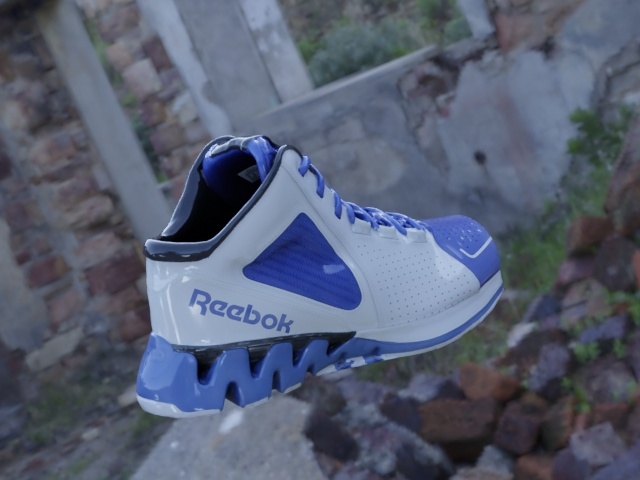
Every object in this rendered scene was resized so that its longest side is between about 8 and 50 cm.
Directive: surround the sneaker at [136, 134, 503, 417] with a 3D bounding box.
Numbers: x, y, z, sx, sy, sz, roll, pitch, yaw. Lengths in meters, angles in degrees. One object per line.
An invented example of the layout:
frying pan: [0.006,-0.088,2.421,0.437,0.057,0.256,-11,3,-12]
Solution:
sneaker: [-0.001,0.000,0.864,0.315,0.182,0.127,-17,19,-32]
